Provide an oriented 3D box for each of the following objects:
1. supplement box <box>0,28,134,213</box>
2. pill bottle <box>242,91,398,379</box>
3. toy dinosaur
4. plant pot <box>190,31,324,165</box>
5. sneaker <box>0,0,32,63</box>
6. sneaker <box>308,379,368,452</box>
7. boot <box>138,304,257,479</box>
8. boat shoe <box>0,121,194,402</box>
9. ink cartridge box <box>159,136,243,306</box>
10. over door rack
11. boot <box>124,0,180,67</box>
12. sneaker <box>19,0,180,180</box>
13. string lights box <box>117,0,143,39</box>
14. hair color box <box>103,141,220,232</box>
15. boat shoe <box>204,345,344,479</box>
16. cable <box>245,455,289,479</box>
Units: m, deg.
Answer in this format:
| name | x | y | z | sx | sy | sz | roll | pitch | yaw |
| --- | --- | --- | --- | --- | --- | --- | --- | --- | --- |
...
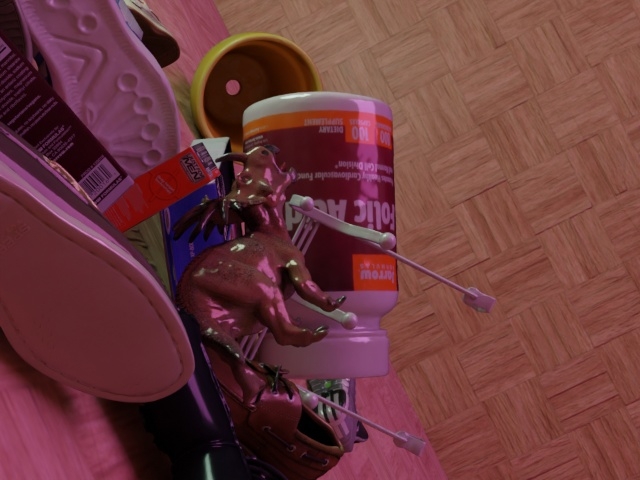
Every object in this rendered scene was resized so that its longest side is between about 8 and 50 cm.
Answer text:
| name | x | y | z | sx | sy | sz | roll | pitch | yaw |
| --- | --- | --- | --- | --- | --- | --- | --- | --- | --- |
| supplement box | -0.260 | -0.117 | 0.740 | 0.130 | 0.073 | 0.239 | 36 | -13 | 40 |
| pill bottle | 0.000 | 0.000 | 1.376 | 0.224 | 0.224 | 0.392 | 27 | 61 | -79 |
| toy dinosaur | -0.089 | 0.037 | 0.983 | 0.200 | 0.127 | 0.296 | 46 | 31 | -7 |
| plant pot | -0.147 | -0.290 | 1.888 | 0.254 | 0.254 | 0.239 | 60 | -9 | -24 |
| sneaker | -0.327 | -0.250 | 0.883 | 0.222 | 0.083 | 0.118 | 61 | 6 | -11 |
| sneaker | 0.036 | 0.290 | 1.669 | 0.229 | 0.086 | 0.132 | -79 | 147 | -64 |
| boot | -0.119 | 0.165 | 0.793 | 0.246 | 0.094 | 0.207 | -124 | -169 | -87 |
| boat shoe | -0.205 | 0.000 | 0.671 | 0.324 | 0.116 | 0.097 | 46 | 15 | -36 |
| ink cartridge box | -0.147 | -0.013 | 1.227 | 0.371 | 0.069 | 0.176 | -88 | 173 | -73 |
| over door rack | 0.059 | 0.115 | 1.218 | 0.324 | 0.240 | 0.108 | 28 | -4 | -18 |
| boot | -0.316 | -0.387 | 1.573 | 0.165 | 0.077 | 0.213 | 63 | 9 | 20 |
| sneaker | -0.267 | -0.221 | 1.057 | 0.236 | 0.130 | 0.323 | 55 | -13 | 48 |
| string lights box | -0.338 | -0.359 | 1.267 | 0.260 | 0.076 | 0.133 | 60 | 7 | -25 |
| hair color box | -0.178 | -0.048 | 0.987 | 0.043 | 0.141 | 0.072 | 59 | 7 | -7 |
| boat shoe | -0.073 | 0.177 | 1.073 | 0.307 | 0.104 | 0.111 | 55 | 13 | -44 |
| cable | -0.036 | 0.280 | 0.977 | 0.150 | 0.047 | 0.184 | 40 | -17 | 14 |
